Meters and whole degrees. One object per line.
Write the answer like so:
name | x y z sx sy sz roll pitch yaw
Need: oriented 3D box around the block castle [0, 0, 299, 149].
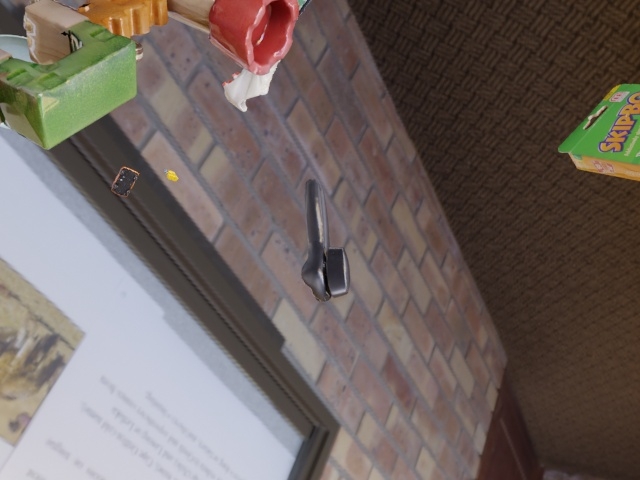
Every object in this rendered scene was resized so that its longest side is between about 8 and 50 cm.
block castle | -0.167 -0.193 0.497 0.213 0.453 0.303 28 137 18

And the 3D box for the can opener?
can opener | 0.000 0.000 1.052 0.073 0.186 0.059 -9 158 3

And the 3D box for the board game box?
board game box | 0.386 -0.111 0.762 0.039 0.124 0.259 51 168 -32

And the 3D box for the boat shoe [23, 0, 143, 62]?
boat shoe | -0.505 -0.460 1.543 0.257 0.095 0.095 16 120 -11

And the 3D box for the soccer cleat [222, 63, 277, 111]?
soccer cleat | -0.122 -0.351 1.505 0.196 0.068 0.076 -36 98 30

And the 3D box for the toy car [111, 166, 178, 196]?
toy car | -0.347 -0.116 1.413 0.122 0.040 0.060 5 114 -23

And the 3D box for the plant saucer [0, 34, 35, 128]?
plant saucer | -0.501 -0.267 1.196 0.195 0.037 0.195 -7 139 -6

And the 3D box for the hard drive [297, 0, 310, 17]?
hard drive | -0.116 -0.574 1.520 0.237 0.339 0.064 26 -162 -39
